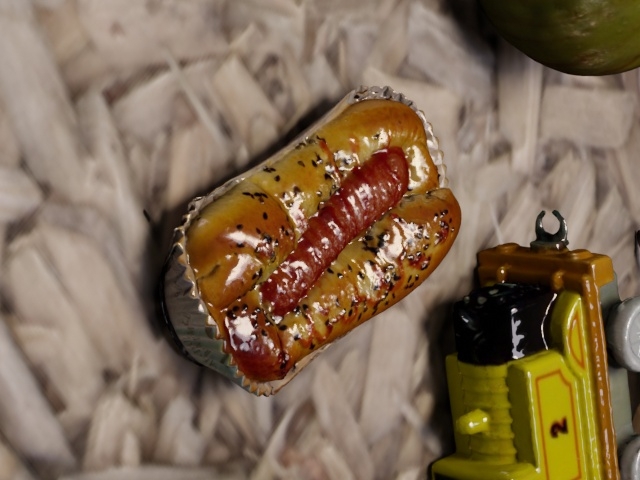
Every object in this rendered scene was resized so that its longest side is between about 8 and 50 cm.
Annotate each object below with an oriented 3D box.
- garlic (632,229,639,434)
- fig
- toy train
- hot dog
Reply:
[{"bbox_3d":[0.254,0.181,1.213,0.338,0.151,0.196,55,25,-26],"label":"garlic"},{"bbox_3d":[0.194,-0.152,1.007,0.151,0.259,0.151,-11,106,-43],"label":"fig"},{"bbox_3d":[0.120,0.095,1.061,0.127,0.089,0.219,-16,104,-38],"label":"toy train"},{"bbox_3d":[0.000,0.000,0.939,0.191,0.059,0.108,-36,114,-41],"label":"hot dog"}]
